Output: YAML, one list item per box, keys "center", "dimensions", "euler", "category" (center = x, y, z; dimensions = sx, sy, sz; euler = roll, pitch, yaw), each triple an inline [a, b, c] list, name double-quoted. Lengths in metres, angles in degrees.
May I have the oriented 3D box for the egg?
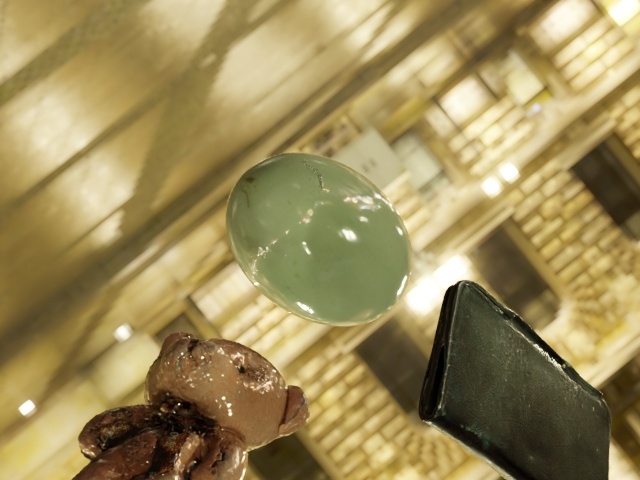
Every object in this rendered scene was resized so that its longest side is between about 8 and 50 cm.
- center: [0.000, 0.000, 2.037]
  dimensions: [0.203, 0.282, 0.203]
  euler: [-30, -141, 27]
  category: "egg"

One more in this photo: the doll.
- center: [-0.156, 0.191, 1.625]
  dimensions: [0.303, 0.201, 0.156]
  euler: [-42, 141, -48]
  category: "doll"

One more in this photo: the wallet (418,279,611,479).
- center: [0.209, 0.174, 1.625]
  dimensions: [0.045, 0.318, 0.172]
  euler: [-13, -127, 37]
  category: "wallet"
